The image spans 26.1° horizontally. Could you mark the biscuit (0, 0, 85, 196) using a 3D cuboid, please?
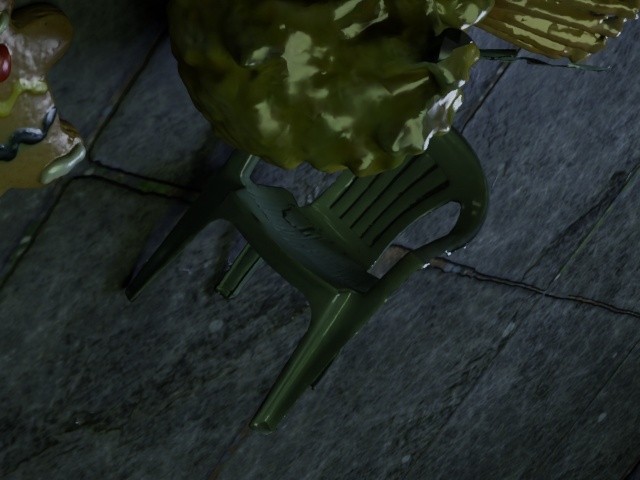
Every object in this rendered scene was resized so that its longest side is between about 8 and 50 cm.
[{"bbox_3d":[-0.236,-0.105,0.966,0.158,0.035,0.240,-36,149,-25],"label":"biscuit"}]

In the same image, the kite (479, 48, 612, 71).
[{"bbox_3d":[0.145,-0.170,1.265,0.250,0.229,0.012,6,96,-9],"label":"kite"}]

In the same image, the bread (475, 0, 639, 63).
[{"bbox_3d":[0.180,-0.286,1.110,0.149,0.274,0.274,6,127,-20],"label":"bread"}]

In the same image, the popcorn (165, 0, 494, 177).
[{"bbox_3d":[0.010,-0.164,1.025,0.249,0.225,0.249,-11,127,-16],"label":"popcorn"}]

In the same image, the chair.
[{"bbox_3d":[0.000,0.000,1.252,0.275,0.203,0.190,-51,163,22],"label":"chair"}]
